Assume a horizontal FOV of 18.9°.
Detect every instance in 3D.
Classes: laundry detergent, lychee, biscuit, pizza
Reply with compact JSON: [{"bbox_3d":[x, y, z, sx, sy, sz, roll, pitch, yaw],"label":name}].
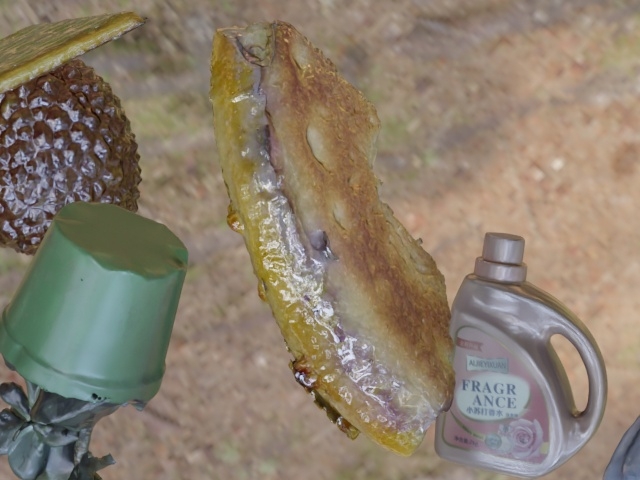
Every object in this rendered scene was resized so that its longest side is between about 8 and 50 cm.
[{"bbox_3d":[0.209,0.118,1.938,0.076,0.171,0.237,-14,114,-68],"label":"laundry detergent"},{"bbox_3d":[-0.245,-0.082,1.707,0.188,0.188,0.188,-14,126,-20],"label":"lychee"},{"bbox_3d":[-0.211,-0.119,1.290,0.139,0.231,0.016,-30,105,-19],"label":"biscuit"},{"bbox_3d":[0.000,0.000,1.257,0.085,0.305,0.161,-22,-177,32],"label":"pizza"}]

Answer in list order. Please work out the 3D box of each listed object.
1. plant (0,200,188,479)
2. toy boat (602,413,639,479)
[{"bbox_3d":[-0.073,0.041,0.558,0.051,0.051,0.102,6,116,-32],"label":"plant"},{"bbox_3d":[0.266,0.066,0.937,0.283,0.078,0.127,-38,95,-19],"label":"toy boat"}]
